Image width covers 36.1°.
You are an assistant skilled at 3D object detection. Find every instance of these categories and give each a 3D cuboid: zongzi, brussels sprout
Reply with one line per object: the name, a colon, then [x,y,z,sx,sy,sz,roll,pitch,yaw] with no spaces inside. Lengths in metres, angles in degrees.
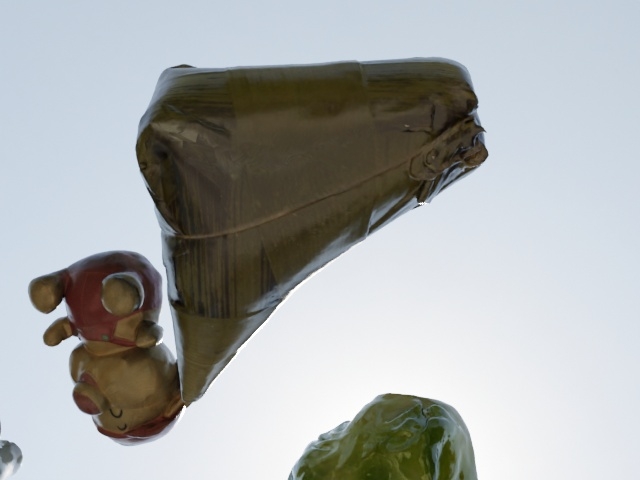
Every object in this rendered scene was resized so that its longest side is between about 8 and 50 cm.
zongzi: [0.000,0.000,0.825,0.274,0.145,0.300,-3,-69,-1]
brussels sprout: [0.081,0.340,1.256,0.227,0.294,0.259,7,-29,24]

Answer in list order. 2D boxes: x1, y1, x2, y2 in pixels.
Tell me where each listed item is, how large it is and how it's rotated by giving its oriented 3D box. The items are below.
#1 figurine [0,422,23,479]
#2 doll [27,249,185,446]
figurine: [-0.386,0.218,0.953,0.189,0.263,0.142,1,-90,-15]
doll: [-0.248,0.143,1.223,0.152,0.196,0.256,-23,-66,-25]
